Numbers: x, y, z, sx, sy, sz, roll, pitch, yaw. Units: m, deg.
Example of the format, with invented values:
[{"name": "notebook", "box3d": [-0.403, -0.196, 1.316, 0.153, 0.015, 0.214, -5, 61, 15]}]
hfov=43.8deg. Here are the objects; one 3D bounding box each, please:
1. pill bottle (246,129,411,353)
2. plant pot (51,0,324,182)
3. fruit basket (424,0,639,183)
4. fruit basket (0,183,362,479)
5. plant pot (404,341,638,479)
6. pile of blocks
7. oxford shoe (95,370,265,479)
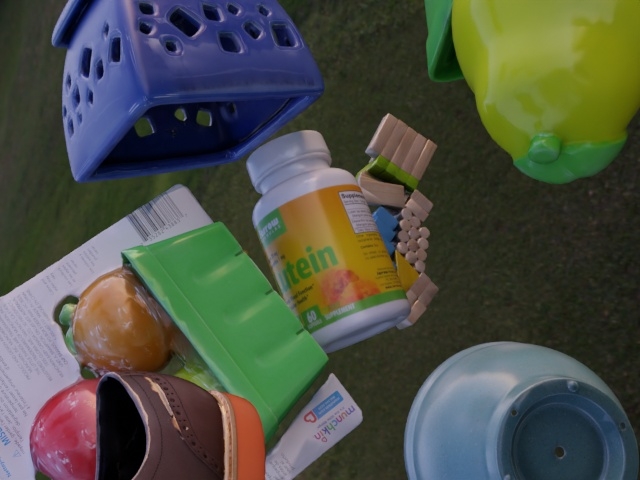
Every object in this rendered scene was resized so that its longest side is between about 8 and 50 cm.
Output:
[{"name": "pill bottle", "box3d": [0.000, 0.000, 0.944, 0.136, 0.136, 0.245, -43, 66, 54]}, {"name": "plant pot", "box3d": [-0.168, -0.212, 0.917, 0.236, 0.236, 0.212, -28, 76, 52]}, {"name": "fruit basket", "box3d": [0.216, -0.231, 0.632, 0.392, 0.283, 0.392, 165, 90, -81]}, {"name": "fruit basket", "box3d": [-0.186, 0.159, 0.803, 0.327, 0.353, 0.165, 50, 166, 10]}, {"name": "plant pot", "box3d": [0.268, 0.263, 0.991, 0.196, 0.293, 0.293, 117, 155, -75]}, {"name": "pile of blocks", "box3d": [0.108, -0.026, 1.345, 0.112, 0.149, 0.362, 143, 133, -60]}, {"name": "oxford shoe", "box3d": [-0.084, 0.183, 0.384, 0.097, 0.098, 0.271, -44, 34, 26]}]
